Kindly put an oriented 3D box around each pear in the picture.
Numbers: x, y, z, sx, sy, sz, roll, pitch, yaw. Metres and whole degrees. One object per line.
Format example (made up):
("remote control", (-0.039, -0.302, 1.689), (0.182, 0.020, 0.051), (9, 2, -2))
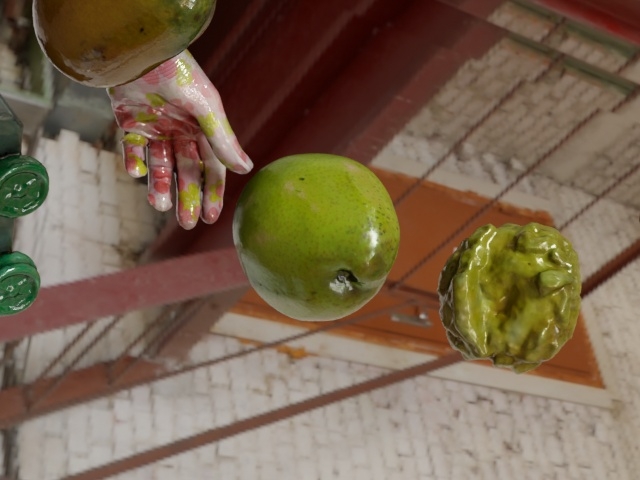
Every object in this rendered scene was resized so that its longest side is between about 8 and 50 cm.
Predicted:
("pear", (0.000, 0.000, 1.226), (0.220, 0.188, 0.187), (35, -72, 49))

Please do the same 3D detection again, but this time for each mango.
("mango", (-0.195, -0.237, 1.102), (0.221, 0.120, 0.151), (-20, -91, 39))

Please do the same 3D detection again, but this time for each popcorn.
("popcorn", (0.239, 0.069, 1.408), (0.198, 0.155, 0.197), (-2, -97, 13))

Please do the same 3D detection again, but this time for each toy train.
("toy train", (-0.480, -0.031, 1.353), (0.178, 0.249, 0.429), (47, -45, 36))

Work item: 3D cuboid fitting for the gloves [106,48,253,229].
("gloves", (-0.174, -0.134, 1.359), (0.126, 0.145, 0.241), (-112, -177, -59))
